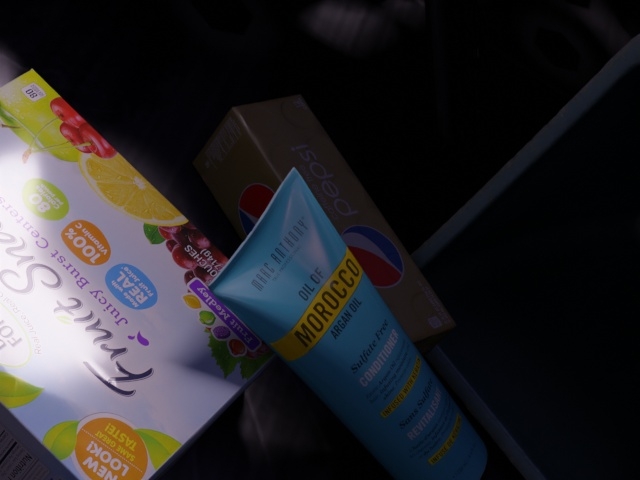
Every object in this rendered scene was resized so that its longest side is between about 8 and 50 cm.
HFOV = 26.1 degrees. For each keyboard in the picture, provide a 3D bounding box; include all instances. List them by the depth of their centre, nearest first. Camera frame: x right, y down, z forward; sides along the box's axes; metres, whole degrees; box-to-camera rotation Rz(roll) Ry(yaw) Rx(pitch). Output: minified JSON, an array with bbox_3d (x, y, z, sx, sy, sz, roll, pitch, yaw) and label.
[{"bbox_3d":[0.093,-0.223,0.971,0.201,0.033,0.317,-38,126,-76],"label":"keyboard"}]

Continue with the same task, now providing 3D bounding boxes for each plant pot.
[{"bbox_3d":[0.244,0.024,0.877,0.247,0.248,0.252,51,33,11],"label":"plant pot"}]

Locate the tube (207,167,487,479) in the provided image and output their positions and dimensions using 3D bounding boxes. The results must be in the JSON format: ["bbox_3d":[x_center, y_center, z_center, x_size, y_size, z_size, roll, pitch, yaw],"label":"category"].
[{"bbox_3d":[0.019,0.062,0.740,0.207,0.052,0.080,52,55,-31],"label":"tube"}]

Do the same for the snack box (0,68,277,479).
[{"bbox_3d":[-0.139,0.032,0.703,0.207,0.070,0.174,44,41,4],"label":"snack box"}]

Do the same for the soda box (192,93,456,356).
[{"bbox_3d":[0.000,0.000,0.841,0.061,0.058,0.181,-17,67,-43],"label":"soda box"}]

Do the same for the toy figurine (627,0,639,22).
[{"bbox_3d":[0.397,-0.178,1.226,0.213,0.148,0.209,6,58,-35],"label":"toy figurine"}]
